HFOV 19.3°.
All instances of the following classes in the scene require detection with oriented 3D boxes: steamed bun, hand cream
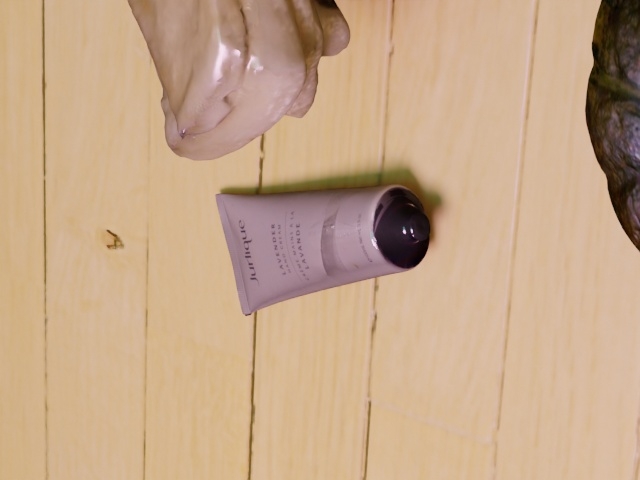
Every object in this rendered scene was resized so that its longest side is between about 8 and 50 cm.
[{"bbox_3d":[-0.019,-0.284,1.045,0.247,0.189,0.428,136,123,-64],"label":"steamed bun"},{"bbox_3d":[0.000,0.000,1.235,0.186,0.054,0.087,-9,96,46],"label":"hand cream"}]

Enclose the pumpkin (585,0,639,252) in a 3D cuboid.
[{"bbox_3d":[0.276,-0.067,0.903,0.320,0.192,0.321,16,117,33],"label":"pumpkin"}]
